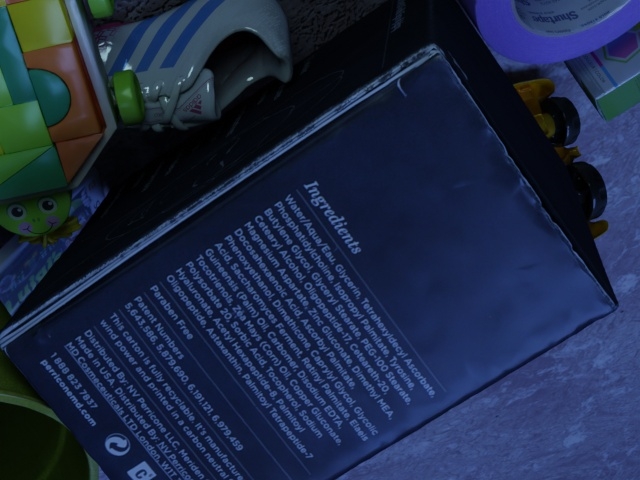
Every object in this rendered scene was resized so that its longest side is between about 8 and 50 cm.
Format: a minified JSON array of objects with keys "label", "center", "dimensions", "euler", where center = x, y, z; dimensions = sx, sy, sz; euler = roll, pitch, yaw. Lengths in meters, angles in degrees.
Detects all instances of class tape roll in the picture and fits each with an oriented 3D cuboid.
[{"label":"tape roll","center":[0.281,-0.331,1.523],"dimensions":[0.274,0.090,0.275],"euler":[-17,143,-13]}]

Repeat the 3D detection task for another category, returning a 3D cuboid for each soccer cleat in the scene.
[{"label":"soccer cleat","center":[-0.183,-0.162,1.401],"dimensions":[0.331,0.143,0.116],"euler":[-25,145,-1]}]

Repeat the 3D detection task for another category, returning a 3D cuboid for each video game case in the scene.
[{"label":"video game case","center":[-0.312,0.029,1.579],"dimensions":[0.190,0.022,0.173],"euler":[-50,155,-30]}]

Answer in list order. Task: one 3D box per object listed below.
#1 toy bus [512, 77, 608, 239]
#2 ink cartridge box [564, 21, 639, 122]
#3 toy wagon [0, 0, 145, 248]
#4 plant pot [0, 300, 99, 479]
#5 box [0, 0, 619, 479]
[{"label":"toy bus","center":[0.251,-0.079,1.772],"dimensions":[0.149,0.220,0.211],"euler":[-18,177,-18]},{"label":"ink cartridge box","center":[0.413,-0.252,1.685],"dimensions":[0.209,0.109,0.062],"euler":[-32,145,8]},{"label":"toy wagon","center":[-0.310,-0.129,1.320],"dimensions":[0.267,0.068,0.344],"euler":[-12,122,2]},{"label":"plant pot","center":[-0.448,0.142,1.353],"dimensions":[0.366,0.353,0.366],"euler":[-17,140,-15]},{"label":"box","center":[0.000,0.000,1.373],"dimensions":[0.471,0.480,0.297],"euler":[-35,102,15]}]
